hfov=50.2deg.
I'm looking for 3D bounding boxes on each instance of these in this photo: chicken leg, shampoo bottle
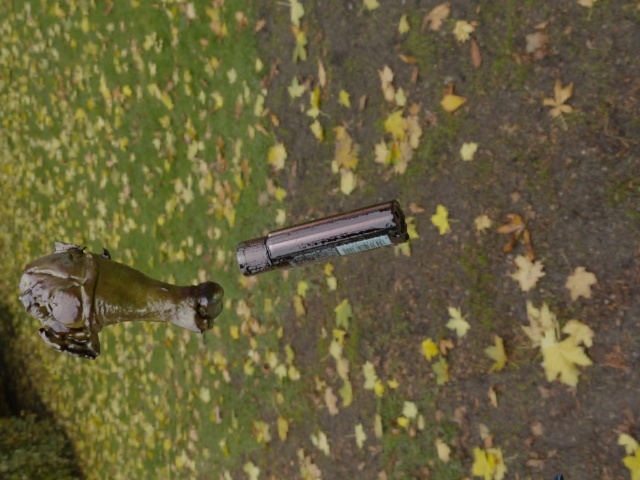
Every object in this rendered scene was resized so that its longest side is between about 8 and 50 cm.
[{"bbox_3d":[-0.374,0.120,1.223,0.140,0.360,0.212,94,-166,-65],"label":"chicken leg"},{"bbox_3d":[0.000,0.000,1.303,0.129,0.322,0.084,27,-129,-69],"label":"shampoo bottle"}]

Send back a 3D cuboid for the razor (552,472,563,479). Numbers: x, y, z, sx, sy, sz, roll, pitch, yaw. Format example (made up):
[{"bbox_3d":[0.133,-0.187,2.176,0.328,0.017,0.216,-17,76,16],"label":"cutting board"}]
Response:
[{"bbox_3d":[0.384,0.435,1.097,0.155,0.028,0.044,-71,8,-54],"label":"razor"}]
